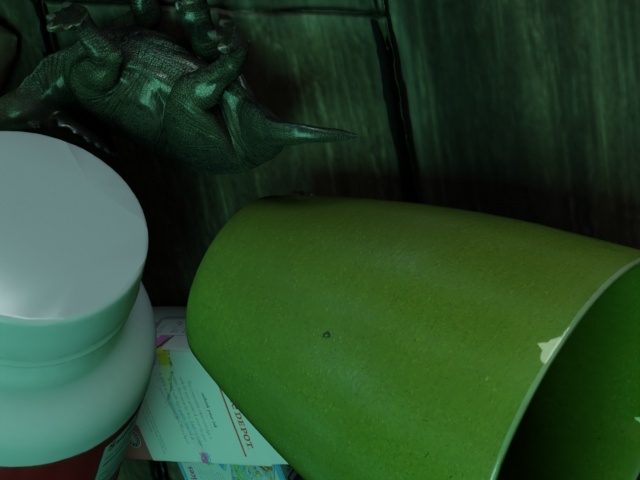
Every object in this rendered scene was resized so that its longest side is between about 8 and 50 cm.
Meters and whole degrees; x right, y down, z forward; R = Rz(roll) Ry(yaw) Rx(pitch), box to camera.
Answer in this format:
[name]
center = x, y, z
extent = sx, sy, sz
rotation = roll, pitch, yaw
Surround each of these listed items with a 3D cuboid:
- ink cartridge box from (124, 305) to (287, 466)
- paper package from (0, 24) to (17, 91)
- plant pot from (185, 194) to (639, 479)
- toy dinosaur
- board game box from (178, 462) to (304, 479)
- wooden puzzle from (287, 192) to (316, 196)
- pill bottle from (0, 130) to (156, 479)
[ink cartridge box]
center = -0.088, 0.116, 1.562
extent = 0.198, 0.067, 0.115
rotation = 0, 122, 31
[paper package]
center = -0.441, -0.101, 1.432
extent = 0.309, 0.325, 0.168
rotation = 31, 132, 5
[plant pot]
center = 0.059, 0.085, 1.352
extent = 0.293, 0.275, 0.275
rotation = 24, 132, 28
[toy dinosaur]
center = -0.105, -0.109, 1.401
extent = 0.313, 0.121, 0.160
rotation = 10, 138, 17
[board game box]
center = -0.057, 0.222, 1.646
extent = 0.103, 0.026, 0.154
rotation = -3, 120, 31
[wooden puzzle]
center = 0.000, 0.000, 1.470
extent = 0.049, 0.006, 0.083
rotation = 12, 127, 21
[pill bottle]
center = -0.252, 0.117, 1.454
extent = 0.229, 0.229, 0.408
rotation = 30, 137, 7
